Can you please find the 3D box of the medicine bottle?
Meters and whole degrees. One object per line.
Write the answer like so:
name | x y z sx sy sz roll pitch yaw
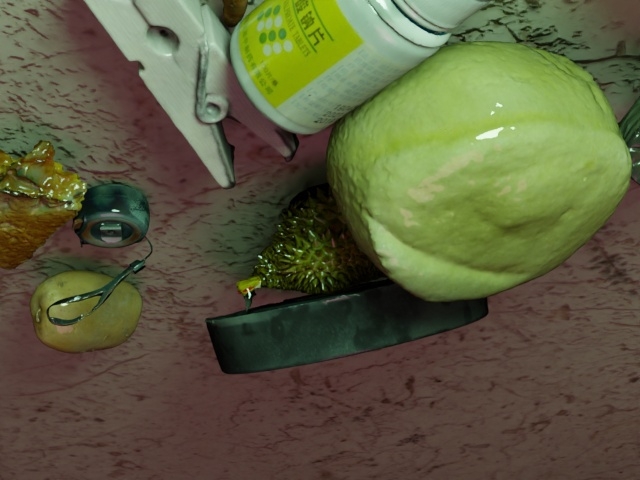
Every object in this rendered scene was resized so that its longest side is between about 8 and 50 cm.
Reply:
medicine bottle | 0.042 -0.218 1.161 0.143 0.143 0.258 22 140 -39

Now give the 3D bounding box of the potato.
potato | -0.329 0.101 1.694 0.109 0.118 0.178 16 -175 42

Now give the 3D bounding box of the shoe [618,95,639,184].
shoe | 0.447 -0.179 1.352 0.293 0.149 0.109 -40 103 8

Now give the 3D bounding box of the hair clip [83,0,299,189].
hair clip | -0.132 -0.182 1.256 0.101 0.085 0.331 -17 142 16

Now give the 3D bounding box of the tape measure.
tape measure | -0.275 0.021 1.507 0.104 0.179 0.107 11 151 3

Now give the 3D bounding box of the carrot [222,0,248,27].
carrot | -0.085 -0.258 1.179 0.036 0.035 0.165 -1 152 -8

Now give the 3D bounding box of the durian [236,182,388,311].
durian | 0.000 0.000 1.526 0.237 0.137 0.193 -13 180 -20

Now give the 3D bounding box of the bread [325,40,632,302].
bread | 0.164 -0.087 1.316 0.321 0.237 0.320 -19 147 -13

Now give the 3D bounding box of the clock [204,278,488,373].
clock | 0.038 0.102 1.614 0.386 0.076 0.386 -12 180 0

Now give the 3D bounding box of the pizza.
pizza | -0.380 -0.058 1.429 0.229 0.081 0.289 -7 152 15
